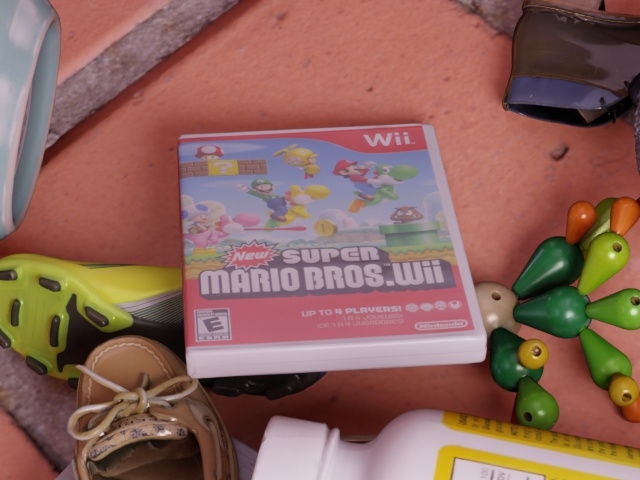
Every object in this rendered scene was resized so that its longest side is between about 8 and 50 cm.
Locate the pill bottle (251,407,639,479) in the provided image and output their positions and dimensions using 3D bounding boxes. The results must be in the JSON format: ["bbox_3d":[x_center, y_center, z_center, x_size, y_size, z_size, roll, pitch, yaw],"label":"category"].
[{"bbox_3d":[0.119,0.205,1.164,0.333,0.188,0.188,11,56,4],"label":"pill bottle"}]

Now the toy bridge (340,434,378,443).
[{"bbox_3d":[0.049,0.169,1.359,0.188,0.026,0.063,25,60,29],"label":"toy bridge"}]

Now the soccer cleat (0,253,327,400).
[{"bbox_3d":[-0.116,0.057,1.462,0.289,0.093,0.121,8,23,20],"label":"soccer cleat"}]

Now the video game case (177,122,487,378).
[{"bbox_3d":[0.000,0.000,1.424,0.204,0.025,0.285,-3,34,-4],"label":"video game case"}]

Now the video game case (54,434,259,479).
[{"bbox_3d":[-0.096,0.253,1.310,0.269,0.061,0.244,27,63,31],"label":"video game case"}]

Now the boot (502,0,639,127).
[{"bbox_3d":[0.247,-0.123,1.516,0.219,0.082,0.106,19,82,22],"label":"boot"}]

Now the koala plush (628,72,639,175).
[{"bbox_3d":[0.292,-0.091,1.318,0.203,0.196,0.221,32,54,19],"label":"koala plush"}]

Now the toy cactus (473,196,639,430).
[{"bbox_3d":[0.159,0.054,1.388,0.180,0.112,0.219,-5,52,35],"label":"toy cactus"}]

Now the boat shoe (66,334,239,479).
[{"bbox_3d":[-0.104,0.162,1.286,0.104,0.089,0.285,-22,50,-3],"label":"boat shoe"}]

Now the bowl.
[{"bbox_3d":[-0.299,-0.108,1.523,0.163,0.311,0.312,11,54,-2],"label":"bowl"}]
